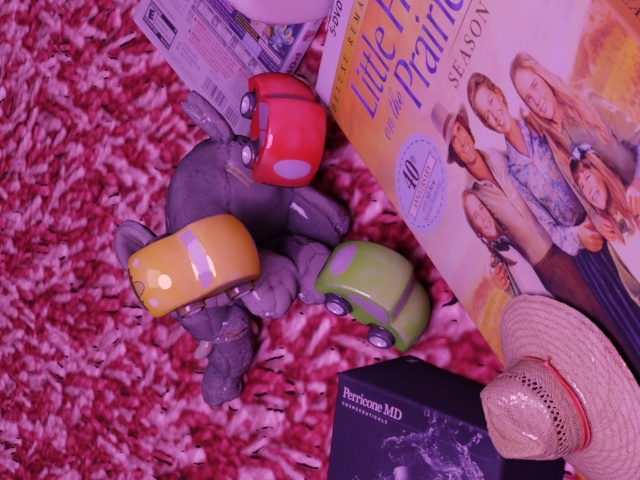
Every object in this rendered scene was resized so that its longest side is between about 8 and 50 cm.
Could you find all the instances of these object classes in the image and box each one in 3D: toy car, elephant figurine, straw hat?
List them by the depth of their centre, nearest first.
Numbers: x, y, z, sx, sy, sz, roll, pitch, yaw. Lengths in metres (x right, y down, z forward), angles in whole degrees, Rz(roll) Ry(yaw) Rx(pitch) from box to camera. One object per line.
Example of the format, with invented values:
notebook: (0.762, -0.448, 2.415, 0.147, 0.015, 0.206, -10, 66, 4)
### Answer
straw hat: (0.134, 0.107, 0.664, 0.144, 0.061, 0.145, 50, 153, 37)
toy car: (0.000, 0.000, 0.809, 0.225, 0.239, 0.053, 36, 149, -10)
elephant figurine: (-0.097, 0.022, 0.931, 0.239, 0.169, 0.186, -33, 42, 56)

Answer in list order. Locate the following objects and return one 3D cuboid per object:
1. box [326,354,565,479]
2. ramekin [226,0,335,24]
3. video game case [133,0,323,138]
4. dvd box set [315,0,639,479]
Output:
box: (0.089, 0.187, 0.803, 0.156, 0.093, 0.158, 16, 104, 41)
ramekin: (0.000, -0.278, 0.721, 0.135, 0.277, 0.277, 50, 125, 18)
video game case: (-0.082, -0.217, 0.968, 0.201, 0.023, 0.183, 51, 126, 28)
dvd box set: (0.145, -0.044, 0.658, 0.420, 0.062, 0.308, 58, 156, 22)
